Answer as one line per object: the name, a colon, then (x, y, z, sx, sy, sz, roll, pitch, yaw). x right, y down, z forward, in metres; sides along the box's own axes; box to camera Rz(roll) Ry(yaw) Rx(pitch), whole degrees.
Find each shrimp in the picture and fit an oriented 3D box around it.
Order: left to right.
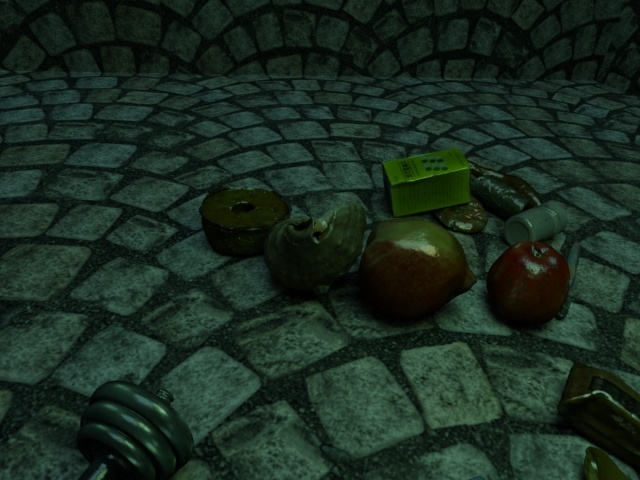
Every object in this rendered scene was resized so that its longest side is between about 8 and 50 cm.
shrimp: (0.422, -0.120, 1.404, 0.153, 0.062, 0.294, -6, 37, -4)

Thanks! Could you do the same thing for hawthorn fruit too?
hawthorn fruit: (0.472, 0.093, 1.003, 0.189, 0.189, 0.189, 3, 35, -2)

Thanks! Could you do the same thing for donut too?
donut: (-0.208, -0.056, 1.213, 0.271, 0.107, 0.272, 6, 31, -3)

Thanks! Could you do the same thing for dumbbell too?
dumbbell: (-0.319, 0.349, 0.550, 0.179, 0.179, 0.406, 15, 37, 15)

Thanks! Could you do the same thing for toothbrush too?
toothbrush: (0.650, 0.089, 1.153, 0.028, 0.037, 0.375, 24, 37, 22)

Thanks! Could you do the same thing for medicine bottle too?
medicine bottle: (0.321, -0.180, 1.358, 0.249, 0.141, 0.137, -12, 43, 4)
medicine bottle: (0.615, -0.041, 1.271, 0.167, 0.105, 0.105, -20, 41, -29)

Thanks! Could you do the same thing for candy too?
candy: (0.542, 0.328, 0.745, 0.271, 0.101, 0.143, 34, 39, 27)

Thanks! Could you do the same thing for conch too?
conch: (0.006, 0.009, 1.018, 0.263, 0.186, 0.324, -39, 12, -11)

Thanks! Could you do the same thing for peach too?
peach: (0.215, 0.061, 0.987, 0.256, 0.233, 0.232, 17, 36, 3)

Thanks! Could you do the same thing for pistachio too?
pistachio: (0.445, 0.401, 0.666, 0.089, 0.049, 0.173, 19, 29, -19)

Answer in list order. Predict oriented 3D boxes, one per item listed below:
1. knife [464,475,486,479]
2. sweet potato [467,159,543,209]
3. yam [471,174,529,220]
knife: (0.218, 0.387, 0.695, 0.096, 0.010, 0.027, -6, 36, -14)
sweet potato: (0.620, -0.193, 1.495, 0.346, 0.079, 0.108, 38, 20, 31)
yam: (0.570, -0.130, 1.398, 0.107, 0.107, 0.183, -18, 47, -29)
